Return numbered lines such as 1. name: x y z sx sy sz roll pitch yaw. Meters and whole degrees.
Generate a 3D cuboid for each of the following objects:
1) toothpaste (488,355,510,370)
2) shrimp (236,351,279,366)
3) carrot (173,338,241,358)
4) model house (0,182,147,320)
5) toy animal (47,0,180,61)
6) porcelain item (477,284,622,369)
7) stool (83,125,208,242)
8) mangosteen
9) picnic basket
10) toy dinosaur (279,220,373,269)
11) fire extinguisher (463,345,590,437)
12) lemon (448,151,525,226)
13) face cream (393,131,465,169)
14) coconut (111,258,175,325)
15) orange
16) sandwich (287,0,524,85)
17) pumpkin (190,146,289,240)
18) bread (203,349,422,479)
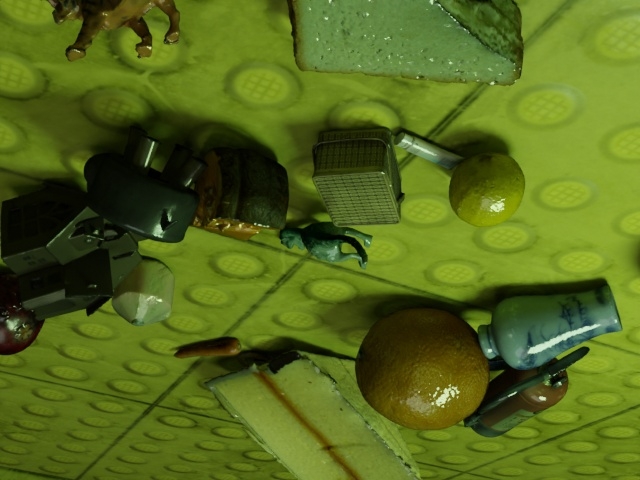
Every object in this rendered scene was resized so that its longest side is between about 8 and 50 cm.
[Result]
1. toothpaste: 0.303 0.255 1.971 0.272 0.053 0.066 -9 152 22
2. shrimp: -0.144 0.273 2.101 0.108 0.023 0.059 -6 140 17
3. carrot: -0.261 0.248 2.065 0.190 0.037 0.037 -8 148 29
4. model house: -0.383 0.017 1.537 0.243 0.204 0.211 -16 148 3
5. toy animal: -0.207 -0.299 1.047 0.255 0.116 0.114 -28 161 36
6. porcelain item: 0.425 0.158 1.703 0.259 0.141 0.141 -20 143 20
7. stool: -0.272 -0.092 1.346 0.228 0.139 0.153 28 -173 20
8. mangosteen: -0.641 0.137 1.813 0.180 0.166 0.166 24 156 21
9. picnic basket: 0.059 -0.092 1.365 0.115 0.079 0.164 -4 149 14
10. toy dinosaur: 0.046 0.007 1.457 0.129 0.076 0.383 7 176 -23
11. fire extinguisher: 0.400 0.329 1.868 0.113 0.200 0.376 43 150 8
12. lemon: 0.244 -0.075 1.339 0.109 0.109 0.133 8 142 -5
13. face cream: 0.161 -0.130 1.341 0.115 0.020 0.038 20 146 -27
14. coconut: -0.337 0.105 1.730 0.116 0.122 0.116 4 150 2
15. orange: 0.197 0.252 1.801 0.264 0.264 0.264 4 150 2
16. sandwich: 0.102 -0.277 1.012 0.289 0.099 0.254 6 151 0
17. pumpkin: -0.130 -0.072 1.406 0.131 0.125 0.248 5 173 -24
18. bread: -0.020 0.439 2.064 0.346 0.404 0.242 -35 154 33
